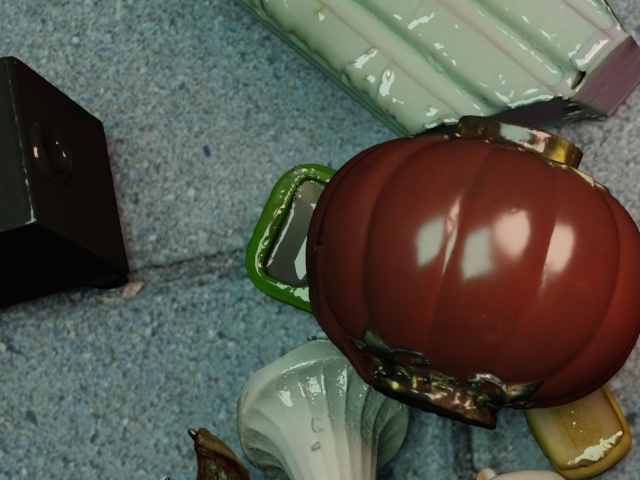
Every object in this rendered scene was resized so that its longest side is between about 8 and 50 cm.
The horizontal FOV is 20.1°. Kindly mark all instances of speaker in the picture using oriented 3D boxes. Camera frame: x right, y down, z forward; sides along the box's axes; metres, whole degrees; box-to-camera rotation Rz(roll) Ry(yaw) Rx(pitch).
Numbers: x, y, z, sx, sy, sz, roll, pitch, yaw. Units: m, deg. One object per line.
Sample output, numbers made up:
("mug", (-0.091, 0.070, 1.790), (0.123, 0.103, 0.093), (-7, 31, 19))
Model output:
("speaker", (-0.334, -0.041, 1.761), (0.232, 0.254, 0.184), (-16, 73, 13))

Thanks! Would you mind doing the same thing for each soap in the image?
("soap", (0.092, -0.255, 1.734), (0.446, 0.156, 0.261), (40, 89, 22))

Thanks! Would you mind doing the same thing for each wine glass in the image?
("wine glass", (0.014, 0.204, 1.600), (0.165, 0.165, 0.196), (-30, 32, 8))

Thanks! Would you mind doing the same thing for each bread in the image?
("bread", (0.234, 0.167, 1.634), (0.082, 0.056, 0.115), (-32, 47, 1))

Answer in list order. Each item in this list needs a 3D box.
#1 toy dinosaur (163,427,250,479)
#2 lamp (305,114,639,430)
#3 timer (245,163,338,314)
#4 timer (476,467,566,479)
("toy dinosaur", (-0.132, 0.296, 1.622), (0.327, 0.113, 0.206), (-44, 68, 41))
("lamp", (0.135, 0.026, 1.563), (0.303, 0.303, 0.257), (16, 83, 20))
("timer", (0.000, 0.000, 1.758), (0.128, 0.047, 0.140), (21, 84, 19))
("timer", (0.217, 0.312, 1.523), (0.291, 0.291, 0.315), (-50, 45, 0))
